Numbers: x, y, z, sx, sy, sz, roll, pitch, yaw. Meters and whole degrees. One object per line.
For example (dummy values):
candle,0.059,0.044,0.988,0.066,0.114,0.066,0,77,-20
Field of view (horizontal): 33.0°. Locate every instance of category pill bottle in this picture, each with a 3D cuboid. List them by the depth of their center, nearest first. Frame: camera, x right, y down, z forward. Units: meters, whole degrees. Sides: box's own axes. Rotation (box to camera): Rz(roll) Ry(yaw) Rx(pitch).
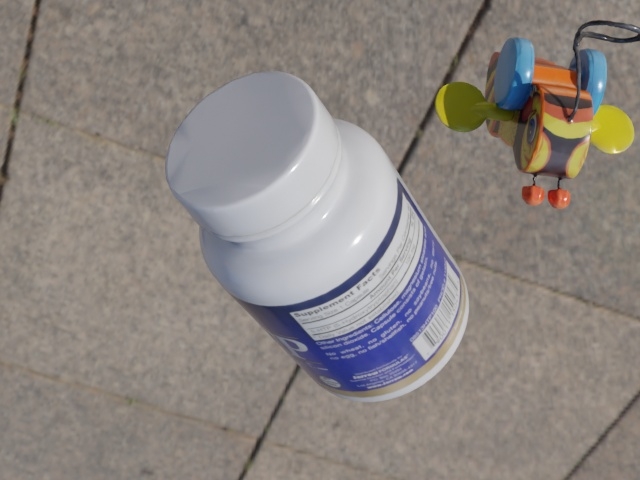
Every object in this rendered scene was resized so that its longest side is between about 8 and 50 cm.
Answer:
pill bottle,0.000,0.000,0.582,0.112,0.112,0.187,-17,140,19

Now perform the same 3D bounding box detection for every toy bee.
toy bee,0.207,-0.116,1.051,0.195,0.298,0.162,10,94,13
